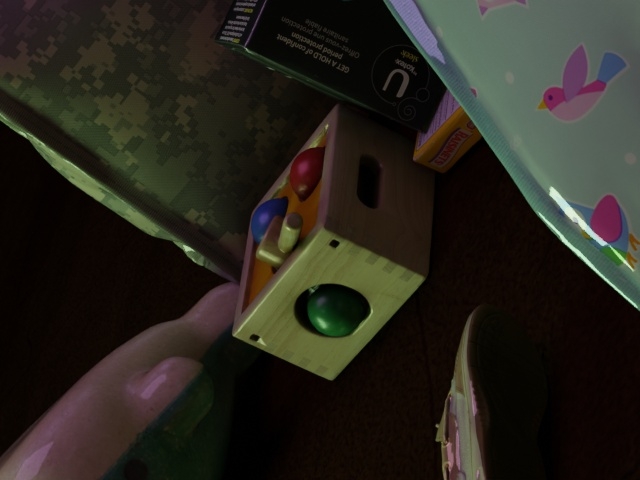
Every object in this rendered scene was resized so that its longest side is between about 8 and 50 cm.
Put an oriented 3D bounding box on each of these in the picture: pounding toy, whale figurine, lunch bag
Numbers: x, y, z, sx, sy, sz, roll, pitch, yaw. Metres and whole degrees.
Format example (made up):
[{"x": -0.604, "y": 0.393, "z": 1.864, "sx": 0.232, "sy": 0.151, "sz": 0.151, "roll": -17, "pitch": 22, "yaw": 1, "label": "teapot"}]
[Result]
[{"x": 0.000, "y": 0.000, "z": 1.139, "sx": 0.130, "sy": 0.100, "sz": 0.141, "roll": -50, "pitch": 22, "yaw": 39, "label": "pounding toy"}, {"x": -0.110, "y": 0.142, "z": 1.266, "sx": 0.272, "sy": 0.141, "sz": 0.216, "roll": -46, "pitch": 3, "yaw": -40, "label": "whale figurine"}, {"x": -0.111, "y": -0.144, "z": 1.293, "sx": 0.235, "sy": 0.287, "sz": 0.169, "roll": -55, "pitch": 18, "yaw": -4, "label": "lunch bag"}, {"x": 0.151, "y": -0.123, "z": 0.770, "sx": 0.223, "sy": 0.160, "sz": 0.262, "roll": -51, "pitch": 55, "yaw": 36, "label": "lunch bag"}]

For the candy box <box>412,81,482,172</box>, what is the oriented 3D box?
[{"x": 0.105, "y": -0.146, "z": 1.165, "sx": 0.105, "sy": 0.027, "sz": 0.206, "roll": -49, "pitch": 22, "yaw": 49, "label": "candy box"}]

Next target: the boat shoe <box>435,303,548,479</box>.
[{"x": 0.074, "y": 0.087, "z": 0.887, "sx": 0.045, "sy": 0.050, "sz": 0.135, "roll": -44, "pitch": 25, "yaw": 35, "label": "boat shoe"}]

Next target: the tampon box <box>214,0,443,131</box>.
[{"x": 0.029, "y": -0.164, "z": 1.160, "sx": 0.161, "sy": 0.120, "sz": 0.101, "roll": -65, "pitch": 15, "yaw": 2, "label": "tampon box"}]
